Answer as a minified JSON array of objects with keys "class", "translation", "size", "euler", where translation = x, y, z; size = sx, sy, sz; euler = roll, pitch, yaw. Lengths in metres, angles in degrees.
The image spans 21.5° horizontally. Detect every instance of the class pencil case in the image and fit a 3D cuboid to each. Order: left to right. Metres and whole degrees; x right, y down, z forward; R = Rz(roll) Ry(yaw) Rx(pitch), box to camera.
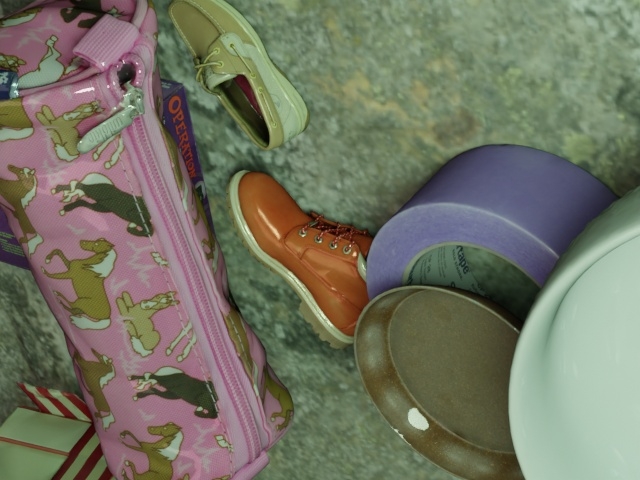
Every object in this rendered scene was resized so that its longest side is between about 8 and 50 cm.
[{"class":"pencil case","translation":[-0.140,0.010,1.239],"size":[0.160,0.167,0.386],"euler":[-14,120,6]}]

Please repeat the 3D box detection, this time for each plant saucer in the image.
[{"class":"plant saucer","translation":[0.100,0.094,1.136],"size":[0.168,0.029,0.168],"euler":[22,134,25]}]

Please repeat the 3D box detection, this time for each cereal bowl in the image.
[{"class":"cereal bowl","translation":[0.286,0.083,0.978],"size":[0.339,0.141,0.339],"euler":[14,130,17]}]

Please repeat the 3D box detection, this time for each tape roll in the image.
[{"class":"tape roll","translation":[0.130,0.034,1.145],"size":[0.189,0.080,0.189],"euler":[22,134,25]}]

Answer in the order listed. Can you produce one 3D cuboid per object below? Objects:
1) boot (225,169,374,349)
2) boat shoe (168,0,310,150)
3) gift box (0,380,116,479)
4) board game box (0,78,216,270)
[{"class":"boot","translation":[0.000,0.000,1.255],"size":[0.158,0.059,0.085],"euler":[49,131,-8]},{"class":"boat shoe","translation":[-0.064,-0.123,1.209],"size":[0.135,0.045,0.050],"euler":[48,140,-2]},{"class":"gift box","translation":[-0.225,0.298,1.531],"size":[0.276,0.258,0.255],"euler":[14,131,23]},{"class":"board game box","translation":[-0.241,-0.063,1.415],"size":[0.347,0.056,0.208],"euler":[16,136,31]}]
